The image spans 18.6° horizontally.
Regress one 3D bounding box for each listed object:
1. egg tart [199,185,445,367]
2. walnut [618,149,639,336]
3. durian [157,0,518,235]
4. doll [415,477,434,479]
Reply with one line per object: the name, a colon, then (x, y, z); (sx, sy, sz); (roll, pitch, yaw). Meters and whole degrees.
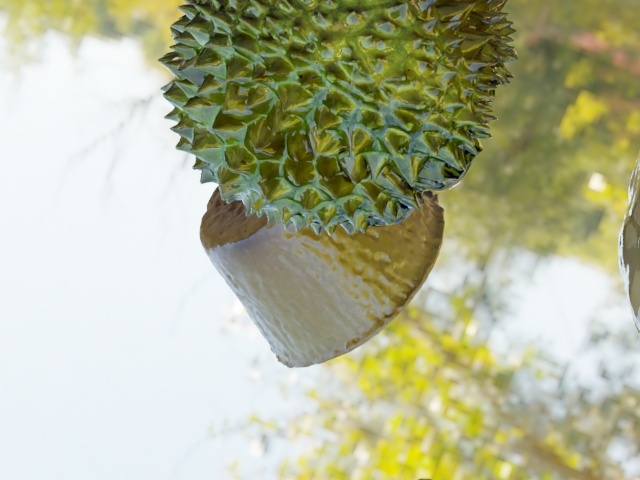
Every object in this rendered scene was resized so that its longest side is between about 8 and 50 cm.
egg tart: (0.000, 0.000, 1.786); (0.171, 0.215, 0.215); (46, 175, -26)
walnut: (0.365, -0.014, 1.429); (0.277, 0.313, 0.252); (18, 146, -4)
durian: (0.008, -0.132, 1.455); (0.224, 0.291, 0.291); (49, 172, -28)
doll: (0.099, 0.458, 2.220); (0.098, 0.346, 0.341); (-3, -176, 37)
